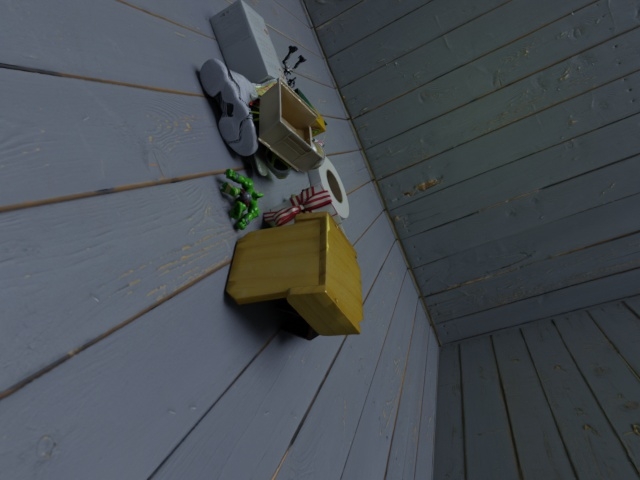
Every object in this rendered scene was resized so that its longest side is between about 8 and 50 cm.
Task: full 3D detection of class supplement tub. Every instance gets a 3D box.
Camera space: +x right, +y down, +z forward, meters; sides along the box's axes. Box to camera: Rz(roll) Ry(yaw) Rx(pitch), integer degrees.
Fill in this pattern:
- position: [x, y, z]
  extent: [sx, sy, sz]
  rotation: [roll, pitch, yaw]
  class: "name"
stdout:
- position: [-0.069, -0.428, 2.186]
  extent: [0.144, 0.144, 0.199]
  rotation: [69, 19, 0]
  class: "supplement tub"

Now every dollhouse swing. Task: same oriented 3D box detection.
- position: [-0.070, 0.125, 1.393]
  extent: [0.315, 0.305, 0.347]
  rotation: [53, 25, -36]
  class: "dollhouse swing"

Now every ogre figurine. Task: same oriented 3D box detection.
- position: [-0.259, -0.140, 1.484]
  extent: [0.118, 0.097, 0.197]
  rotation: [-14, 72, -59]
  class: "ogre figurine"

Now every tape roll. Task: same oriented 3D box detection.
- position: [0.049, -0.293, 2.473]
  extent: [0.392, 0.072, 0.392]
  rotation: [54, 25, -39]
  class: "tape roll"

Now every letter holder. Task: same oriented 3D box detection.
- position: [-0.062, 0.230, 1.592]
  extent: [0.302, 0.214, 0.152]
  rotation: [-3, 105, -70]
  class: "letter holder"

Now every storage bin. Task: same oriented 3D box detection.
- position: [-0.111, -0.435, 1.695]
  extent: [0.260, 0.123, 0.262]
  rotation: [33, 38, -40]
  class: "storage bin"

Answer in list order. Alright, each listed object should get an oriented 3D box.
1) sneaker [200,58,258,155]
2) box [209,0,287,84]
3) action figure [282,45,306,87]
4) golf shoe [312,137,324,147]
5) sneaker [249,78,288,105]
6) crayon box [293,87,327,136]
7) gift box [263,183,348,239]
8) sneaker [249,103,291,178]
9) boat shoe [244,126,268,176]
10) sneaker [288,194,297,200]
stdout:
- position: [-0.301, -0.494, 1.655]
  extent: [0.366, 0.137, 0.210]
  rotation: [66, 22, -2]
  class: "sneaker"
- position: [-0.306, -0.815, 1.918]
  extent: [0.345, 0.168, 0.215]
  rotation: [69, 20, 2]
  class: "box"
- position: [-0.188, -0.864, 2.284]
  extent: [0.164, 0.276, 0.141]
  rotation: [36, -8, -17]
  class: "action figure"
- position: [-0.027, -0.564, 2.545]
  extent: [0.086, 0.067, 0.186]
  rotation: [63, 21, -13]
  class: "golf shoe"
- position: [-0.226, -0.606, 1.827]
  extent: [0.081, 0.208, 0.094]
  rotation: [116, -46, -65]
  class: "sneaker"
- position: [-0.112, -0.577, 2.134]
  extent: [0.323, 0.203, 0.083]
  rotation: [32, 42, -59]
  class: "crayon box"
- position: [-0.051, -0.050, 1.674]
  extent: [0.276, 0.255, 0.258]
  rotation: [56, -7, 50]
  class: "gift box"
- position: [-0.227, -0.426, 1.843]
  extent: [0.147, 0.145, 0.385]
  rotation: [111, -38, -65]
  class: "sneaker"
- position: [-0.262, -0.342, 1.708]
  extent: [0.081, 0.068, 0.228]
  rotation: [24, 48, -61]
  class: "boat shoe"
- position: [-0.093, -0.131, 1.969]
  extent: [0.209, 0.069, 0.082]
  rotation: [43, 60, -63]
  class: "sneaker"
